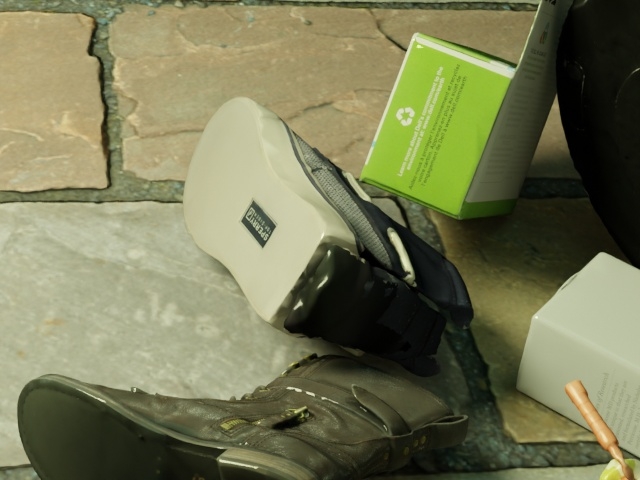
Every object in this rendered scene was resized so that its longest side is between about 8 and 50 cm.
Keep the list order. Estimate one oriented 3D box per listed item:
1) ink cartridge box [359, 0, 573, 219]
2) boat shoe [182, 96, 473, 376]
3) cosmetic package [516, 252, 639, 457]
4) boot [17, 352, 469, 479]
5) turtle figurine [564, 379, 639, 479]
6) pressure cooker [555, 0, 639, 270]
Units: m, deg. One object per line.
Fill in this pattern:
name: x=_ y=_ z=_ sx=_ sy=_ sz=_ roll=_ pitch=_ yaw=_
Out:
ink cartridge box: x=0.144 y=-0.153 z=1.325 sx=0.097 sy=0.255 sz=0.189 roll=22 pitch=9 yaw=17
boat shoe: x=0.000 y=0.000 z=1.279 sx=0.158 sy=0.127 sz=0.340 roll=25 pitch=17 yaw=-27
cosmetic package: x=0.279 y=0.112 z=1.194 sx=0.231 sy=0.085 sz=0.117 roll=28 pitch=41 yaw=27
boot: x=-0.052 y=0.131 z=1.099 sx=0.263 sy=0.091 sz=0.229 roll=18 pitch=22 yaw=21
turtle figurine: x=0.249 y=0.207 z=0.948 sx=0.087 sy=0.217 sz=0.269 roll=-31 pitch=52 yaw=-32
pressure cooker: x=0.455 y=-0.139 z=1.267 sx=0.420 sy=0.370 sz=0.375 roll=-30 pitch=33 yaw=-21
